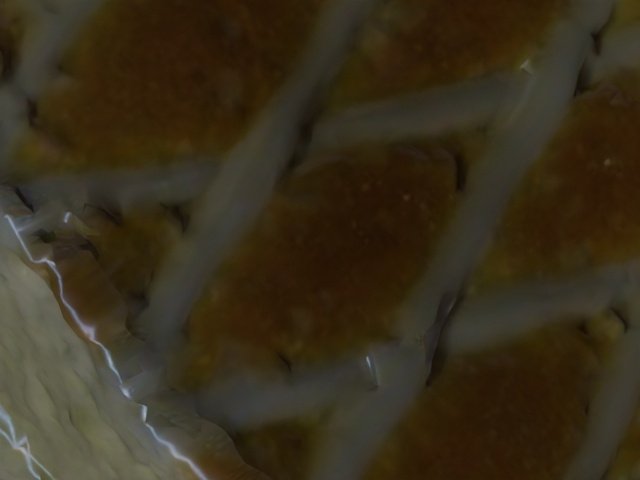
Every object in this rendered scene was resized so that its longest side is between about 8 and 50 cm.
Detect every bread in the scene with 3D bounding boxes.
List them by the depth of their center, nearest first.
[{"bbox_3d":[0.000,0.000,0.876,0.390,0.371,0.279,-36,-176,-28],"label":"bread"}]
